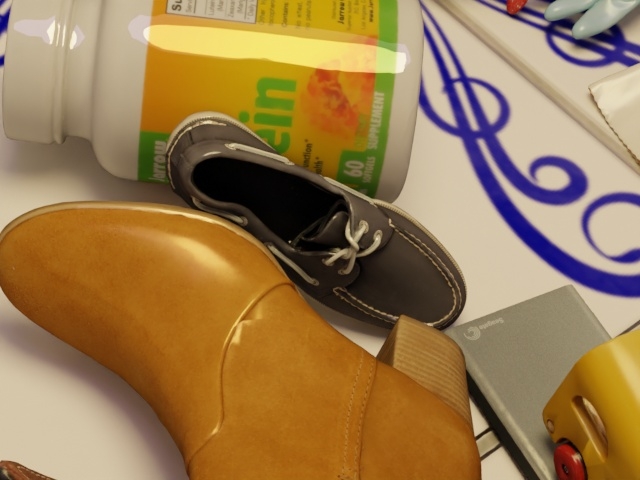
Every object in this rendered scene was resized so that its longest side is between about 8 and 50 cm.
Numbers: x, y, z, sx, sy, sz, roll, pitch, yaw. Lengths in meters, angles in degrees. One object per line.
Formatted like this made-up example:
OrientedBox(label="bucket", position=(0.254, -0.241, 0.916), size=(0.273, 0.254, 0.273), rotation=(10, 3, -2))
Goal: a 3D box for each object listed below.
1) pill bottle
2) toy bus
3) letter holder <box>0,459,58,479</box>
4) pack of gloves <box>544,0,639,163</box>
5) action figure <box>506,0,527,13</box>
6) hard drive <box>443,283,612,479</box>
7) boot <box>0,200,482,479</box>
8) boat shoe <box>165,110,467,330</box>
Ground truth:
OrientedBox(label="pill bottle", position=(-0.067, -0.100, 1.028), size=(0.246, 0.136, 0.136), rotation=(6, 50, -4))
OrientedBox(label="toy bus", position=(0.204, 0.138, 0.874), size=(0.202, 0.104, 0.191), rotation=(23, 57, 3))
OrientedBox(label="letter holder", position=(-0.049, 0.263, 0.745), size=(0.302, 0.214, 0.152), rotation=(38, 87, 21))
OrientedBox(label="pack of gloves", position=(0.277, -0.178, 1.151), size=(0.232, 0.046, 0.195), rotation=(-27, 59, -3))
OrientedBox(label="action figure", position=(0.004, -0.207, 1.171), size=(0.280, 0.139, 0.091), rotation=(16, 43, -25))
OrientedBox(label="hard drive", position=(0.144, 0.094, 0.977), size=(0.094, 0.022, 0.135), rotation=(-19, 56, -22))
OrientedBox(label="boot", position=(-0.052, 0.092, 0.872), size=(0.295, 0.104, 0.211), rotation=(18, 34, -4))
OrientedBox(label="boat shoe", position=(0.000, 0.000, 0.960), size=(0.206, 0.075, 0.065), rotation=(33, 10, -15))
